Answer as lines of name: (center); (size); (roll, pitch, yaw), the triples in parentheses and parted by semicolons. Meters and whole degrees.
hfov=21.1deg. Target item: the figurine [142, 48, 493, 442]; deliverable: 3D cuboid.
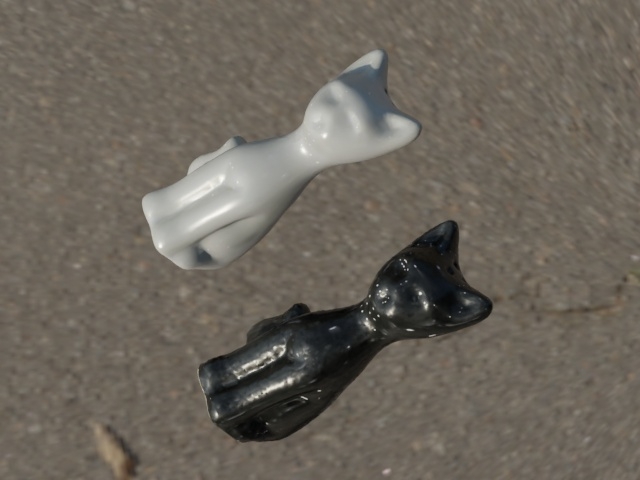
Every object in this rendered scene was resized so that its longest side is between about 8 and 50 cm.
figurine: (0.000, 0.000, 1.162); (0.209, 0.092, 0.215); (-30, 71, 31)
